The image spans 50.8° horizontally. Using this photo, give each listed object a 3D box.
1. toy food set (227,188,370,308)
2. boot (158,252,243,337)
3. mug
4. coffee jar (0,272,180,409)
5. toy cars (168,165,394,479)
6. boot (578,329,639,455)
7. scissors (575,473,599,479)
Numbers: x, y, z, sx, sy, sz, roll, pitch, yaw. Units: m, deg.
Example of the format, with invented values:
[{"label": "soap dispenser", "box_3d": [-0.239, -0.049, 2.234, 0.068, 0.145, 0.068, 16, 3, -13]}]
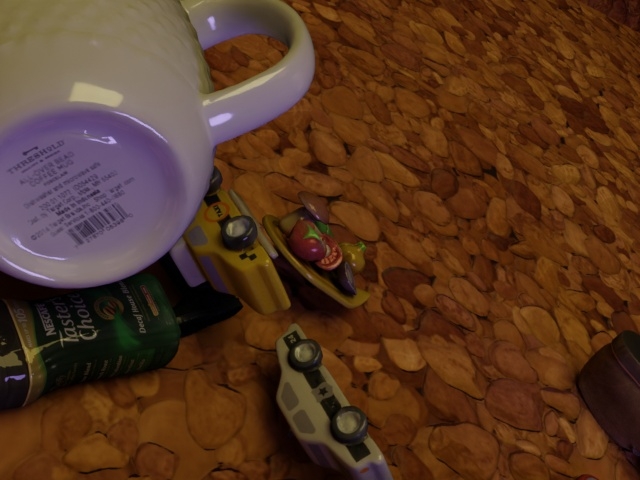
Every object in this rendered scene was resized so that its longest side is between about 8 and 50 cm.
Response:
[{"label": "toy food set", "box_3d": [0.000, 0.000, 0.821, 0.218, 0.071, 0.128, 37, 14, -46]}, {"label": "boot", "box_3d": [-0.150, 0.051, 0.755, 0.121, 0.045, 0.099, -17, 66, -52]}, {"label": "mug", "box_3d": [-0.188, -0.140, 0.625, 0.374, 0.276, 0.328, -20, 43, -9]}, {"label": "coffee jar", "box_3d": [-0.232, 0.092, 0.631, 0.184, 0.079, 0.096, -11, 60, -41]}, {"label": "toy cars", "box_3d": [-0.058, 0.095, 0.699, 0.087, 0.176, 0.394, -30, 90, -8]}, {"label": "boot", "box_3d": [0.497, 0.284, 0.963, 0.112, 0.115, 0.305, -3, 52, -46]}, {"label": "scissors", "box_3d": [0.400, 0.427, 0.837, 0.109, 0.021, 0.297, -16, 65, -47]}]
